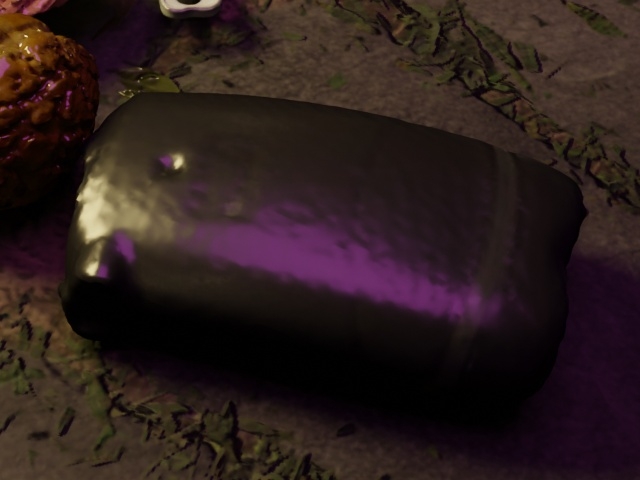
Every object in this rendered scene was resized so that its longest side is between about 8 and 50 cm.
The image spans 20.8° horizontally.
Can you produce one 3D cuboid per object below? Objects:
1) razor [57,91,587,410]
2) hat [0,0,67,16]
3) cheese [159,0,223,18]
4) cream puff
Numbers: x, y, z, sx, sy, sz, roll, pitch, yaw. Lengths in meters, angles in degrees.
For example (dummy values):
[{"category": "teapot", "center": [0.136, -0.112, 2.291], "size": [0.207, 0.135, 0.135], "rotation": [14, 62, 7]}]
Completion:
[{"category": "razor", "center": [0.001, -0.001, 1.192], "size": [0.349, 0.113, 0.204], "rotation": [11, 52, 0]}, {"category": "hat", "center": [-0.308, -0.198, 1.311], "size": [0.237, 0.107, 0.286], "rotation": [19, 42, 28]}, {"category": "cheese", "center": [-0.108, -0.278, 1.436], "size": [0.163, 0.070, 0.249], "rotation": [-23, 57, -24]}, {"category": "cream puff", "center": [-0.227, -0.080, 1.207], "size": [0.165, 0.150, 0.115], "rotation": [-33, 74, 16]}]
